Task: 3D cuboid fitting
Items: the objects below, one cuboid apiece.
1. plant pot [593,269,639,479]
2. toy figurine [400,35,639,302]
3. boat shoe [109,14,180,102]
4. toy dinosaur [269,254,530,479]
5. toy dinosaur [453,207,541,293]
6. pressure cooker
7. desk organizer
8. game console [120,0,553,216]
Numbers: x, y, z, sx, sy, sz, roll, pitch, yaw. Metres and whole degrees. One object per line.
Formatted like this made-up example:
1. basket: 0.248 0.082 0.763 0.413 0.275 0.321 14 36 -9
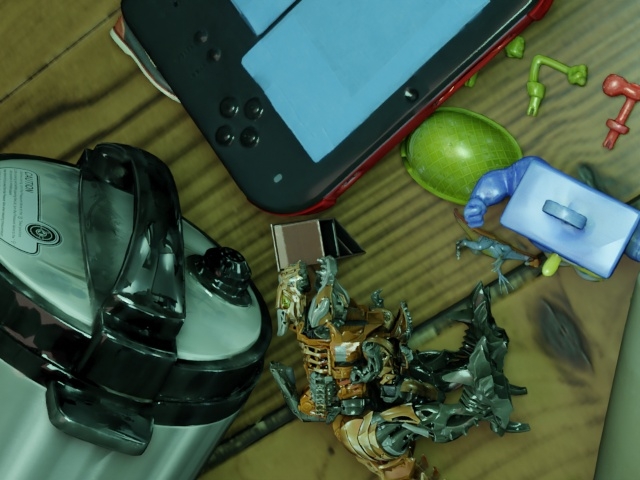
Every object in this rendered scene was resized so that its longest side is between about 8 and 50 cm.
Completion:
1. plant pot: 0.355 0.150 1.030 0.323 0.323 0.280 -2 109 23
2. toy figurine: 0.221 -0.058 1.159 0.362 0.217 0.191 31 105 17
3. boat shoe: -0.173 -0.199 1.406 0.137 0.049 0.043 47 107 18
4. toy dinosaur: 0.079 0.145 1.269 0.218 0.322 0.164 -22 42 15
5. toy dinosaur: 0.175 0.006 1.280 0.082 0.047 0.090 -4 82 5
6. pressure cooker: -0.254 0.109 1.286 0.370 0.375 0.420 41 112 21
7. desk organizer: 0.000 0.000 1.302 0.050 0.130 0.047 -9 90 20
8. game console: 0.010 -0.249 1.281 0.386 0.060 0.342 -41 71 15
